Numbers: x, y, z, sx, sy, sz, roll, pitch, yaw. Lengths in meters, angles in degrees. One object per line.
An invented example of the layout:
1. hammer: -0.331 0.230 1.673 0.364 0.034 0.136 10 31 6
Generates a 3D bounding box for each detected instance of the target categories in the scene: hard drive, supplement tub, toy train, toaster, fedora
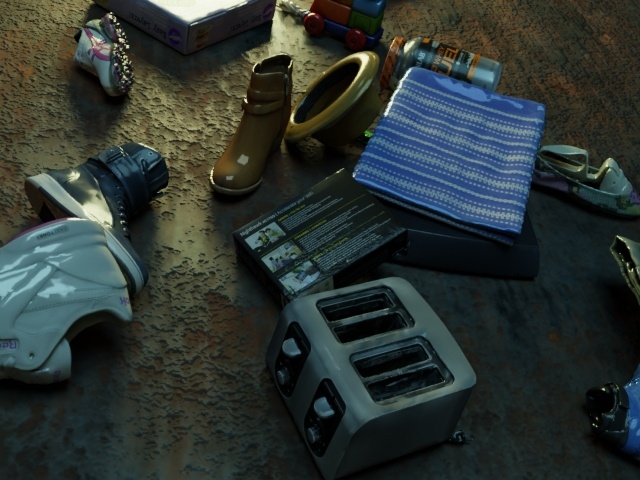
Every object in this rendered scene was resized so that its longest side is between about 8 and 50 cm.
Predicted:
1. hard drive: 0.177 -0.033 1.060 0.255 0.054 0.172 8 41 -7
2. supplement tub: 0.205 -0.278 1.295 0.191 0.117 0.117 19 41 6
3. toy train: 0.010 -0.476 1.438 0.248 0.143 0.105 24 41 10
4. toy train: 0.050 -0.181 1.218 0.083 0.017 0.024 31 34 19
5. toaster: 0.057 0.141 0.790 0.186 0.110 0.168 -10 48 -26
6. fedora: 0.030 -0.201 1.150 0.079 0.194 0.194 41 33 -26

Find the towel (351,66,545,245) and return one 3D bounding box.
1. towel: 0.203 -0.144 1.109 0.243 0.040 0.336 20 44 7

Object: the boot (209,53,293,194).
1. boot: -0.095 -0.165 1.055 0.073 0.152 0.197 20 41 6

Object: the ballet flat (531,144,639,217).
1. ballet flat: 0.416 -0.103 1.189 0.222 0.079 0.077 21 40 7

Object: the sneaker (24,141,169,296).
1. sneaker: -0.235 -0.037 0.923 0.163 0.086 0.226 -27 54 -34

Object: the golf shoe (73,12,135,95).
1. golf shoe: -0.346 -0.284 1.194 0.086 0.067 0.186 -23 49 2

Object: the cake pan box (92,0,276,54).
1. cake pan box: -0.248 -0.461 1.407 0.246 0.070 0.267 33 44 17

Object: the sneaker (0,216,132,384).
1. sneaker: -0.330 0.092 0.730 0.305 0.114 0.152 -27 82 -21

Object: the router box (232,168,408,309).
1. router box: 0.000 0.000 0.943 0.179 0.046 0.133 -31 57 -19

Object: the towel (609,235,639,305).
1. towel: 0.548 0.130 0.945 0.325 0.056 0.312 15 40 -16

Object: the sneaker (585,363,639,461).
1. sneaker: 0.356 0.178 0.874 0.085 0.058 0.152 29 49 3
